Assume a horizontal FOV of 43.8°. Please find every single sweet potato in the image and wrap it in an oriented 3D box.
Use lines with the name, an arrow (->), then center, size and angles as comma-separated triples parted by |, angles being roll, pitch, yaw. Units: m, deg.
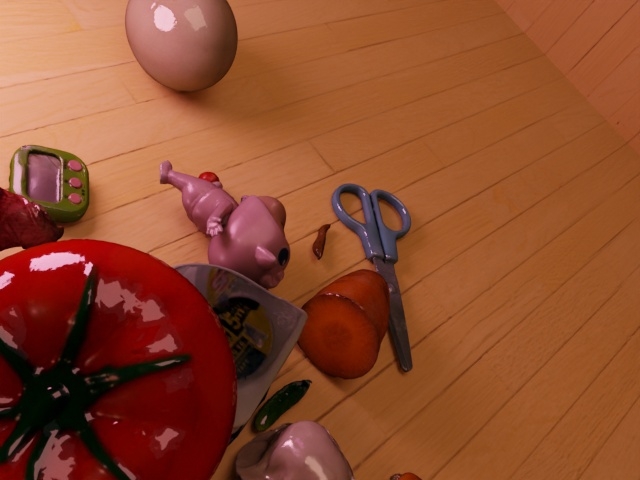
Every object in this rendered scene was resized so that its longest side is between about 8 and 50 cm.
sweet potato -> 0.000, 0.000, 1.586 | 0.026, 0.026, 0.115 | 29, 39, -12

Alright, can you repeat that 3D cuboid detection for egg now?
egg -> -0.277, -0.421, 1.595 | 0.219, 0.219, 0.269 | -12, 62, -41

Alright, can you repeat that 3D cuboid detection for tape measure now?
tape measure -> -0.174, 0.161, 1.243 | 0.262, 0.138, 0.259 | 37, 41, -3

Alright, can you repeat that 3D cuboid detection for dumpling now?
dumpling -> -0.036, 0.347, 1.169 | 0.172, 0.142, 0.247 | -4, 24, -32

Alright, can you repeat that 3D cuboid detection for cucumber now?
cucumber -> -0.063, 0.263, 1.310 | 0.037, 0.037, 0.155 | 48, 42, 8

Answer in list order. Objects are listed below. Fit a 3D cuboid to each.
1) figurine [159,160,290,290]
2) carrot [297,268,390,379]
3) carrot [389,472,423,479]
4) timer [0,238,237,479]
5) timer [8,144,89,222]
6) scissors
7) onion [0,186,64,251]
figurine -> -0.152, -0.042, 1.413 | 0.186, 0.176, 0.287 | -36, 64, -22
carrot -> 0.062, 0.130, 1.453 | 0.159, 0.159, 0.225 | 42, 29, 2
carrot -> 0.189, 0.473, 1.296 | 0.067, 0.067, 0.225 | -24, 73, -45
timer -> -0.291, 0.188, 0.979 | 0.377, 0.279, 0.378 | 0, 83, -1
timer -> -0.451, -0.093, 1.323 | 0.128, 0.047, 0.140 | 11, 50, -31
scissors -> 0.133, 0.066, 1.620 | 0.192, 0.029, 0.447 | 12, 49, -27
onion -> -0.524, -0.027, 1.007 | 0.385, 0.348, 0.348 | 2, 54, -30
